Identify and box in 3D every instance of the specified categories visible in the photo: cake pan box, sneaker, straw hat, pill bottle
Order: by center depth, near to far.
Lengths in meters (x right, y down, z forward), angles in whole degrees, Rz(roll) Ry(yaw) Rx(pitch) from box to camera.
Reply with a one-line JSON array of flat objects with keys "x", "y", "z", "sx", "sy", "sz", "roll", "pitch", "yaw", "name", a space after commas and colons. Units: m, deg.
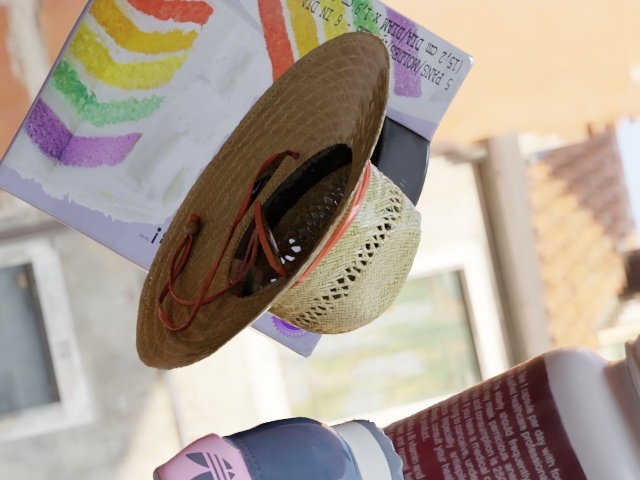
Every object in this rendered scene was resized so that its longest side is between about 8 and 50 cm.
[{"x": 0.000, "y": 0.000, "z": 0.705, "sx": 0.061, "sy": 0.144, "sz": 0.144, "roll": 34, "pitch": 9, "yaw": -23, "name": "straw hat"}, {"x": -0.089, "y": 0.191, "z": 0.973, "sx": 0.319, "sy": 0.131, "sz": 0.112, "roll": -55, "pitch": -134, "yaw": 35, "name": "sneaker"}, {"x": -0.057, "y": -0.081, "z": 1.357, "sx": 0.246, "sy": 0.266, "sz": 0.070, "roll": -59, "pitch": -172, "yaw": 0, "name": "cake pan box"}, {"x": 0.152, "y": 0.217, "z": 1.490, "sx": 0.224, "sy": 0.392, "sz": 0.224, "roll": 59, "pitch": 13, "yaw": -23, "name": "pill bottle"}]
